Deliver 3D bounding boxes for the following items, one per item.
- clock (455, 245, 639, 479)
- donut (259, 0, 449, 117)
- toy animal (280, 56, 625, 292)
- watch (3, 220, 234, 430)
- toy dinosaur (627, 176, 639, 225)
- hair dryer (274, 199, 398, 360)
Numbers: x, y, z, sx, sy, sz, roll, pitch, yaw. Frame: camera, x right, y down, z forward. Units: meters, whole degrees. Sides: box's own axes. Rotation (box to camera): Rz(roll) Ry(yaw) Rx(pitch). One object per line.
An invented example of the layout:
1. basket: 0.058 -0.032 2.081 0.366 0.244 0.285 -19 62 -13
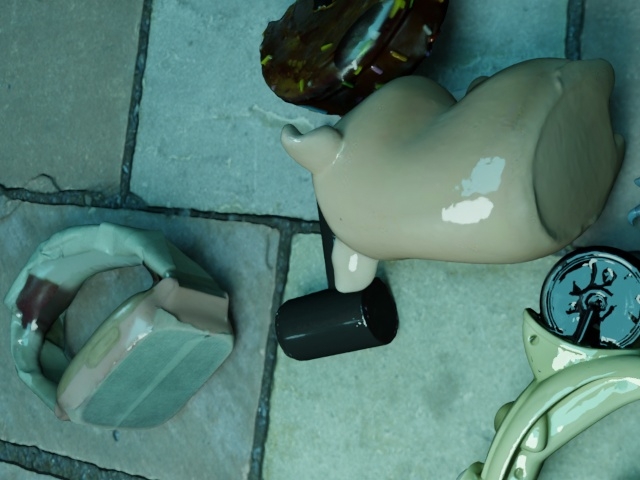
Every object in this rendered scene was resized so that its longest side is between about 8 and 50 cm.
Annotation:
1. clock: 0.275 0.215 0.843 0.276 0.120 0.379 -45 68 12
2. donut: 0.044 -0.226 0.981 0.230 0.096 0.216 -58 33 0
3. toy animal: 0.124 -0.076 0.898 0.256 0.213 0.195 1 129 35
4. watch: -0.246 0.087 1.125 0.253 0.161 0.241 -46 54 14
5. toy dinosaur: 0.318 -0.040 0.886 0.083 0.030 0.047 -19 75 26
6. hair dryer: 0.001 0.000 1.035 0.114 0.070 0.248 -16 75 26
